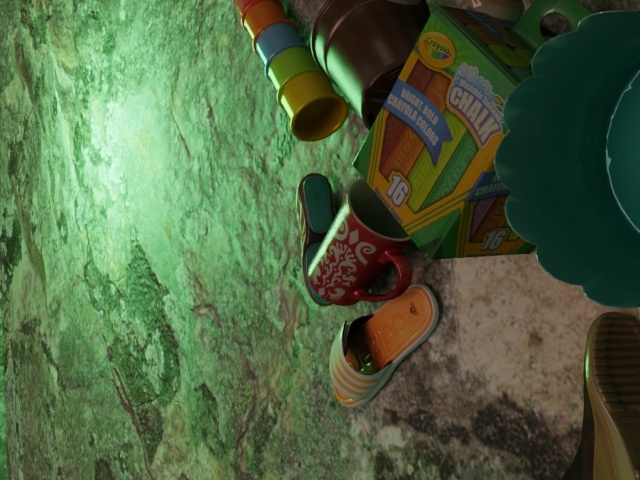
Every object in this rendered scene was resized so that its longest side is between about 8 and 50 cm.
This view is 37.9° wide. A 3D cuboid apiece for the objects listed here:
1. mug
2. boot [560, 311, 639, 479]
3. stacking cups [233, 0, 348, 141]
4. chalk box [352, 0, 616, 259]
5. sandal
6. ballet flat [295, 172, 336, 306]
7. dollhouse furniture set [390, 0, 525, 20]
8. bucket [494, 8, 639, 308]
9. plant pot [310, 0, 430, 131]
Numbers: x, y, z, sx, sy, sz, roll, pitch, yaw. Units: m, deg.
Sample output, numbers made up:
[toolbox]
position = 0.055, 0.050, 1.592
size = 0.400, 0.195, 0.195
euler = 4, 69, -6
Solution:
[mug]
position = 0.054, 0.021, 1.301
size = 0.169, 0.113, 0.150
euler = 123, 157, -43
[boot]
position = 0.296, 0.224, 1.009
size = 0.207, 0.090, 0.248
euler = 110, 166, -54
[stacking cups]
position = -0.064, -0.292, 1.473
size = 0.316, 0.096, 0.096
euler = 60, 136, 34
[chalk box]
position = 0.200, -0.142, 1.046
size = 0.180, 0.179, 0.289
euler = 54, 132, 36
[sandal]
position = 0.066, 0.146, 1.328
size = 0.265, 0.076, 0.102
euler = -53, 51, 40
[ballet flat]
position = 0.000, 0.000, 1.436
size = 0.067, 0.073, 0.206
euler = 144, 124, -79
[dollhouse furniture set]
position = 0.243, -0.358, 0.796
size = 0.256, 0.394, 0.362
euler = 50, 130, 39
[bucket]
position = 0.324, -0.075, 0.849
size = 0.281, 0.183, 0.281
euler = 9, 103, 45
[plant pot]
position = 0.088, -0.222, 1.177
size = 0.167, 0.167, 0.165
euler = -63, 32, 34
